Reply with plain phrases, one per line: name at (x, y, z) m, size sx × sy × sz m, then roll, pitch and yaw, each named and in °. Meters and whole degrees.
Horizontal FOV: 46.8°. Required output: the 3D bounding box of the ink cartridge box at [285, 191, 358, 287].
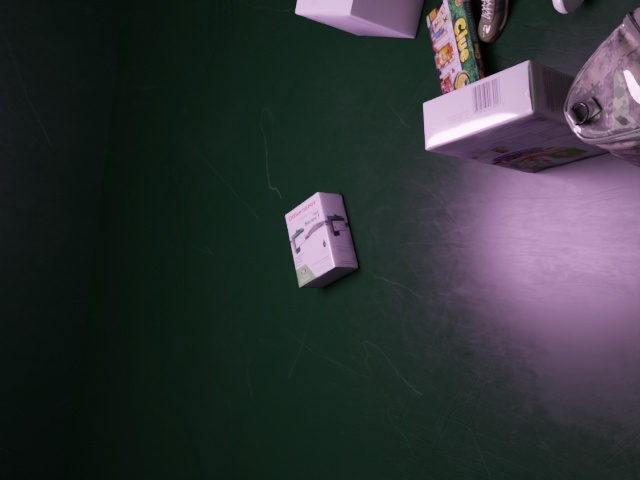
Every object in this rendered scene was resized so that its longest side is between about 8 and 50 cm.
ink cartridge box at (0.000, 0.000, 1.999) m, size 0.160 × 0.092 × 0.219 m, roll -33°, pitch 62°, yaw 43°

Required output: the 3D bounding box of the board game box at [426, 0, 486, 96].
board game box at (0.311, -0.435, 1.699) m, size 0.136 × 0.030 × 0.260 m, roll -33°, pitch 61°, yaw 56°

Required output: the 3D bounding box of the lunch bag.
lunch bag at (0.562, -0.228, 1.185) m, size 0.256 × 0.305 × 0.213 m, roll -38°, pitch 58°, yaw 36°

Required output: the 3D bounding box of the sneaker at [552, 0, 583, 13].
sneaker at (0.486, -0.550, 1.491) m, size 0.094 × 0.080 × 0.212 m, roll -2°, pitch 75°, yaw 55°

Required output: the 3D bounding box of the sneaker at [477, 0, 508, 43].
sneaker at (0.371, -0.533, 1.610) m, size 0.064 × 0.086 × 0.192 m, roll 38°, pitch 116°, yaw 45°

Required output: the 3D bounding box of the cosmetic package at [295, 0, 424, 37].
cosmetic package at (0.099, -0.596, 1.838) m, size 0.224 × 0.224 × 0.138 m, roll 20°, pitch 101°, yaw 50°

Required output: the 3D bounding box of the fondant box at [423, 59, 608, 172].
fondant box at (0.387, -0.215, 1.366) m, size 0.238 × 0.330 × 0.096 m, roll -14°, pitch 74°, yaw 49°
